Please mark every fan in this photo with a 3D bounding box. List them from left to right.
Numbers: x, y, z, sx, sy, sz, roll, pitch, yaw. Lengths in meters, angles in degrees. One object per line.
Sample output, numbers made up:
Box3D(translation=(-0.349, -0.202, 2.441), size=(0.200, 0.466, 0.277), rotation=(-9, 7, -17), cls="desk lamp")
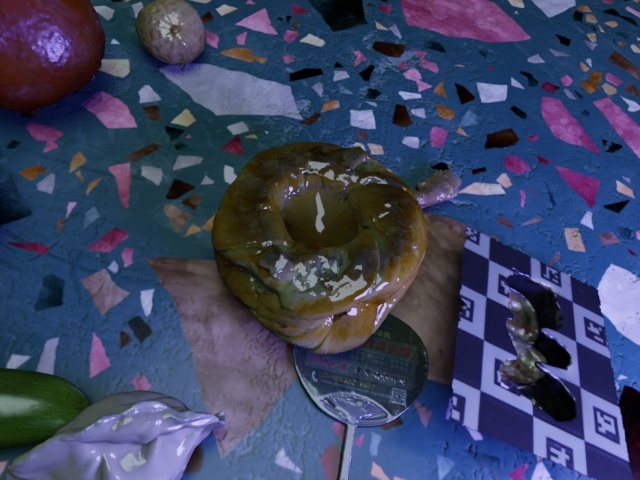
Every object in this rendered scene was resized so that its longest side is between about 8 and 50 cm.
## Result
Box3D(translation=(0.082, 0.229, 0.769), size=(0.223, 0.012, 0.294), rotation=(-11, 63, -18), cls="fan")

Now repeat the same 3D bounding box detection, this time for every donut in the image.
Box3D(translation=(0.000, 0.000, 0.793), size=(0.361, 0.170, 0.360), rotation=(3, 54, -4), cls="donut")

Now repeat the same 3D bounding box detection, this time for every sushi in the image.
Box3D(translation=(0.326, 0.188, 0.799), size=(0.296, 0.100, 0.373), rotation=(24, 48, -7), cls="sushi")

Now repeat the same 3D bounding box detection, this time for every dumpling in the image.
Box3D(translation=(-0.243, 0.253, 0.587), size=(0.258, 0.193, 0.147), rotation=(-14, 60, -15), cls="dumpling")

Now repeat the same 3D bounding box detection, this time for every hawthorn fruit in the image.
Box3D(translation=(-0.554, -0.384, 0.850), size=(0.311, 0.295, 0.294), rotation=(38, 49, -39), cls="hawthorn fruit")

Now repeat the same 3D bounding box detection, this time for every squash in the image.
Box3D(translation=(-0.502, 0.220, 0.610), size=(0.395, 0.107, 0.107), rotation=(-2, 61, -10), cls="squash")

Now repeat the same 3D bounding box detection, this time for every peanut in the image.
Box3D(translation=(-0.315, -0.445, 1.024), size=(0.141, 0.109, 0.159), rotation=(-31, 65, -9), cls="peanut")

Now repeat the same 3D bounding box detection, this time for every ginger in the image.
Box3D(translation=(0.206, -0.097, 0.957), size=(0.174, 0.051, 0.069), rotation=(-14, 61, -20), cls="ginger")
